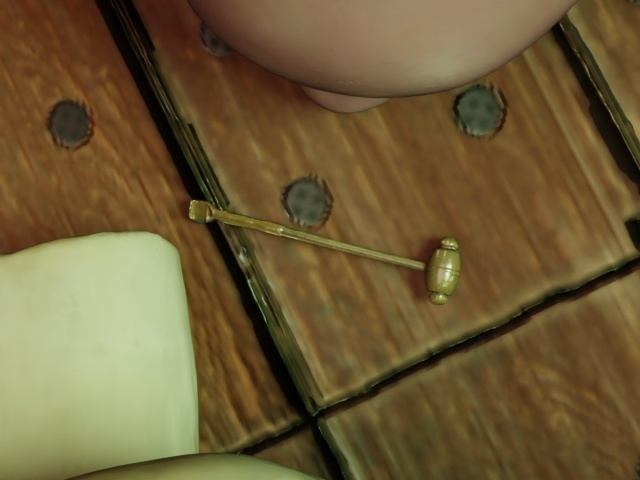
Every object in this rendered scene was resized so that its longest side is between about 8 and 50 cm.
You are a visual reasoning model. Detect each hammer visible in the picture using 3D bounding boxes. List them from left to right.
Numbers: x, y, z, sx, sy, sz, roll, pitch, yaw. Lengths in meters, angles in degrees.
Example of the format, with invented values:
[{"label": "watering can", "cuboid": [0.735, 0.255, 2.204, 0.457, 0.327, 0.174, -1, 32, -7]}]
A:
[{"label": "hammer", "cuboid": [0.000, 0.000, 0.522, 0.123, 0.014, 0.029, 14, 86, 16]}]

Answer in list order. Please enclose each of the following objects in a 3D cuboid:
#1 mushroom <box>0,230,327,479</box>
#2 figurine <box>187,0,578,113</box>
[{"label": "mushroom", "cuboid": [-0.094, 0.172, 0.390, 0.353, 0.325, 0.353, 3, 97, 25]}, {"label": "figurine", "cuboid": [0.019, -0.131, 0.441, 0.173, 0.173, 0.173, 0, 91, 15]}]
